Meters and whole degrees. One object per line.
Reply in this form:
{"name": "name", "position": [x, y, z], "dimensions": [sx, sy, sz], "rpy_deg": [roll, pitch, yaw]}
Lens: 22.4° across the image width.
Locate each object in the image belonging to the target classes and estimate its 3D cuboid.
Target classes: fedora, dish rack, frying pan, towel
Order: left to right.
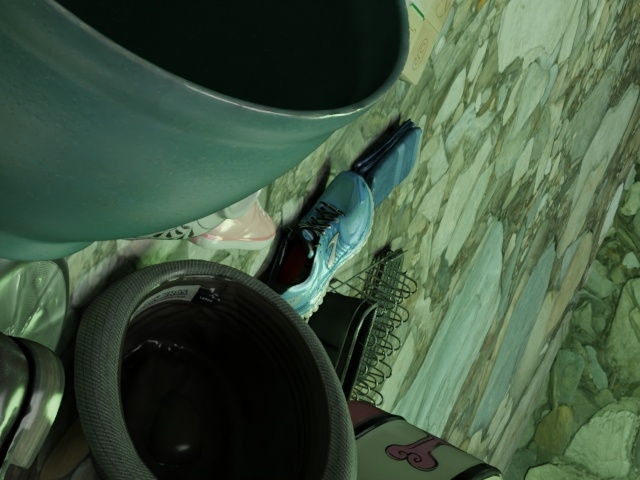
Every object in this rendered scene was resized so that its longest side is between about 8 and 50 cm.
{"name": "frying pan", "position": [-0.251, 0.081, 1.021], "dimensions": [0.326, 0.053, 0.197], "rpy_deg": [-36, 143, -62]}
{"name": "fedora", "position": [-0.100, 0.151, 1.269], "dimensions": [0.124, 0.244, 0.275], "rpy_deg": [-48, -138, 42]}
{"name": "dish rack", "position": [0.045, 0.124, 1.836], "dimensions": [0.271, 0.074, 0.208], "rpy_deg": [-29, 139, -62]}
{"name": "towel", "position": [0.069, -0.077, 1.729], "dimensions": [0.119, 0.029, 0.067], "rpy_deg": [-47, 153, -47]}

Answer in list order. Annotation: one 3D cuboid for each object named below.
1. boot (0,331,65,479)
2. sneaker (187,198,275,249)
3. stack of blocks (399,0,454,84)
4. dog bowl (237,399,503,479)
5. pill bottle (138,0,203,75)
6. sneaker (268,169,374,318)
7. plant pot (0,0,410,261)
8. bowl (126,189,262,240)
{"name": "boot", "position": [-0.272, 0.124, 0.908], "dimensions": [0.229, 0.091, 0.263], "rpy_deg": [35, 72, -53]}
{"name": "sneaker", "position": [-0.067, -0.032, 1.375], "dimensions": [0.134, 0.051, 0.070], "rpy_deg": [-5, 123, -64]}
{"name": "stack of blocks", "position": [-0.029, -0.206, 1.083], "dimensions": [0.087, 0.171, 0.297], "rpy_deg": [-66, 161, -2]}
{"name": "dog bowl", "position": [-0.020, 0.319, 1.466], "dimensions": [0.408, 0.150, 0.408], "rpy_deg": [-43, 160, -19]}
{"name": "pill bottle", "position": [-0.101, -0.119, 1.049], "dimensions": [0.131, 0.131, 0.229], "rpy_deg": [-66, 163, -1]}
{"name": "sneaker", "position": [0.000, 0.000, 1.582], "dimensions": [0.162, 0.063, 0.073], "rpy_deg": [-62, 158, -15]}
{"name": "plant pot", "position": [-0.130, -0.113, 0.811], "dimensions": [0.196, 0.293, 0.293], "rpy_deg": [-45, 175, 33]}
{"name": "bowl", "position": [-0.087, -0.064, 1.237], "dimensions": [0.170, 0.080, 0.170], "rpy_deg": [-53, 158, -33]}
